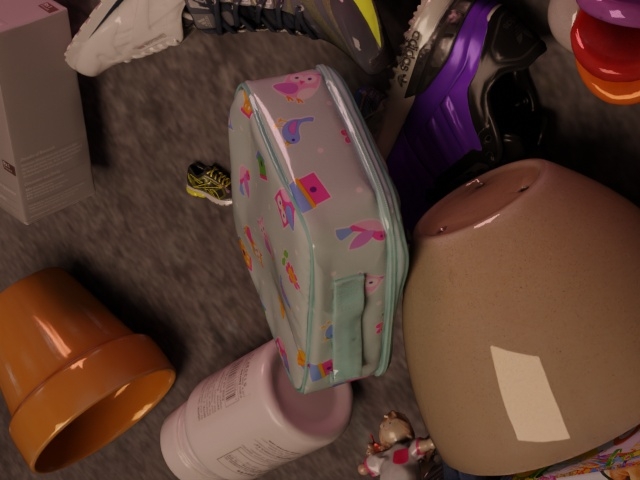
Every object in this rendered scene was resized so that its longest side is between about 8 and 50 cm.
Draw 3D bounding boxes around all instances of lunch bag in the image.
[{"bbox_3d":[0.000,0.000,1.400,0.279,0.107,0.224,91,157,-54],"label":"lunch bag"}]

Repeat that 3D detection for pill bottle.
[{"bbox_3d":[-0.079,0.201,1.768,0.131,0.131,0.229,52,135,-6],"label":"pill bottle"}]

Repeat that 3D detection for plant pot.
[{"bbox_3d":[-0.308,0.143,1.861,0.188,0.205,0.205,52,137,14],"label":"plant pot"},{"bbox_3d":[0.182,0.042,1.354,0.284,0.284,0.191,-16,111,42],"label":"plant pot"}]

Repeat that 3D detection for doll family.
[{"bbox_3d":[0.163,0.203,1.574,0.118,0.163,0.263,29,133,-32],"label":"doll family"}]

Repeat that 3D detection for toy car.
[{"bbox_3d":[0.253,-0.192,1.244,0.159,0.136,0.182,21,131,23],"label":"toy car"}]

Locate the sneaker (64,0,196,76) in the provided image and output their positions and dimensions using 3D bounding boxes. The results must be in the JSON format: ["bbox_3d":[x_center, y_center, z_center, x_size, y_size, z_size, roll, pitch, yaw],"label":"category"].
[{"bbox_3d":[-0.179,-0.224,1.577,0.095,0.090,0.235,36,140,-13],"label":"sneaker"}]

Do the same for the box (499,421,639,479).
[{"bbox_3d":[0.352,0.171,1.323,0.279,0.290,0.177,-17,110,43],"label":"box"}]

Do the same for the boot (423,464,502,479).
[{"bbox_3d":[0.203,0.475,1.760,0.445,0.146,0.367,48,135,-9],"label":"boot"}]

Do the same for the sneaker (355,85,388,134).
[{"bbox_3d":[0.035,-0.098,1.538,0.058,0.052,0.135,43,129,16],"label":"sneaker"}]

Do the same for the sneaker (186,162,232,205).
[{"bbox_3d":[-0.113,-0.062,1.675,0.083,0.031,0.035,11,126,30],"label":"sneaker"}]

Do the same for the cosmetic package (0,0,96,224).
[{"bbox_3d":[-0.330,-0.154,1.699,0.127,0.107,0.238,31,139,43],"label":"cosmetic package"}]

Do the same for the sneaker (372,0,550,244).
[{"bbox_3d":[0.129,-0.089,1.432,0.146,0.102,0.293,28,133,16],"label":"sneaker"}]

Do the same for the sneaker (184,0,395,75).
[{"bbox_3d":[-0.053,-0.222,1.406,0.300,0.121,0.111,38,168,32],"label":"sneaker"}]
